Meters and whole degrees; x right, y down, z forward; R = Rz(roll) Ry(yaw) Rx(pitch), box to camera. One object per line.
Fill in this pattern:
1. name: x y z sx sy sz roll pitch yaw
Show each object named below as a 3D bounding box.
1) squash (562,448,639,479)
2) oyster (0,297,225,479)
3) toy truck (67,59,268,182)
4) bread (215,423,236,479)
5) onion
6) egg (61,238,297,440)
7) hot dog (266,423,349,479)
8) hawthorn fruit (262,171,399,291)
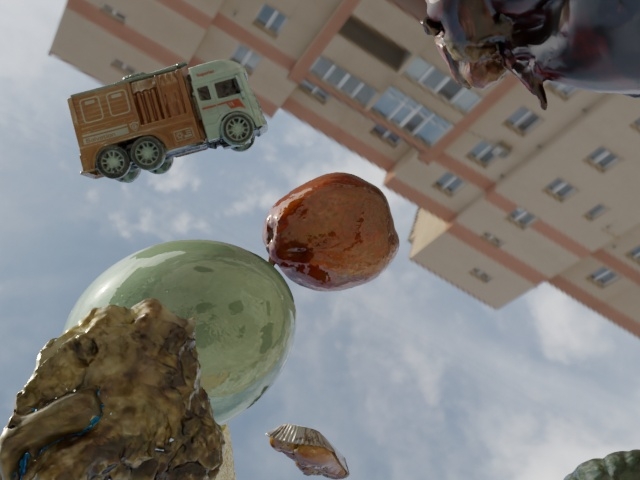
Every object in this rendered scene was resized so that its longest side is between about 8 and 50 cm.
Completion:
1. squash: 0.392 0.365 1.058 0.172 0.218 0.218 -9 -112 -55
2. oyster: -0.167 0.157 0.730 0.214 0.083 0.223 5 -105 -45
3. toy truck: -0.248 -0.201 1.399 0.305 0.136 0.162 -15 -88 -3
4. bread: -0.192 0.401 1.452 0.068 0.188 0.125 3 -149 9
5. onion: 0.211 -0.202 0.550 0.221 0.281 0.281 26 -133 -54
6. egg: -0.206 0.142 1.222 0.276 0.389 0.276 34 -134 -43
7. hot dog: -0.017 0.353 1.408 0.191 0.108 0.059 52 -128 -52
8. hawthorn fruit: 0.000 0.000 1.470 0.262 0.210 0.210 -25 -102 -30
